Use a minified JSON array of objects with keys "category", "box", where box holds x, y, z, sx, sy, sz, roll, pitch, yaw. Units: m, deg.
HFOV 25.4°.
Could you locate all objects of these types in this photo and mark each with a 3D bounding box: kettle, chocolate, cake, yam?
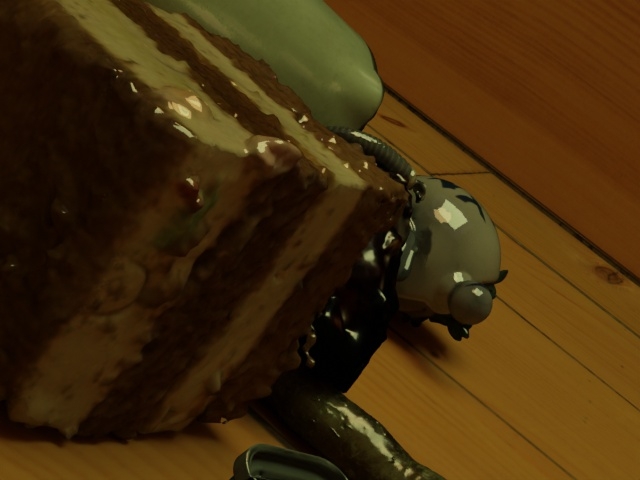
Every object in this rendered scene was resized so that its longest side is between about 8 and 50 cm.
[{"category":"kettle","box":[-0.168,-0.228,1.620,0.361,0.250,0.377,-4,-26,40]},{"category":"chocolate","box":[0.000,0.000,1.265,0.206,0.177,0.224,40,-13,6]},{"category":"cake","box":[-0.143,-0.031,1.026,0.282,0.256,0.290,43,12,31]},{"category":"yam","box":[0.026,0.165,1.180,0.253,0.061,0.061,40,15,22]}]

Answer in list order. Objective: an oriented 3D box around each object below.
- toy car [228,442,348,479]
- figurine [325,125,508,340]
[{"category":"toy car","box":[-0.017,0.224,0.838,0.097,0.100,0.191,23,39,-44]},{"category":"figurine","box":[0.078,0.005,1.587,0.261,0.186,0.382,50,15,29]}]
